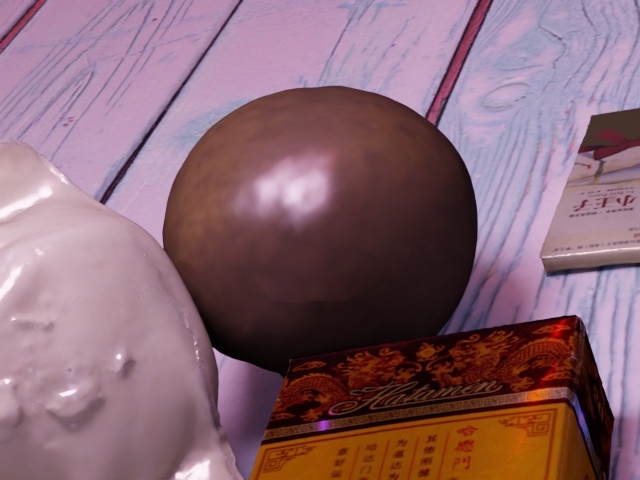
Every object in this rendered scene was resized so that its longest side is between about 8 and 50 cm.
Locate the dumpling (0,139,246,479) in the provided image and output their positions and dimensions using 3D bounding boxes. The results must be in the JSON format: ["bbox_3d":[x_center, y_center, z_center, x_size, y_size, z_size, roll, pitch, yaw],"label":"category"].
[{"bbox_3d":[-0.243,0.122,1.529,0.315,0.395,0.233,-32,-12,-18],"label":"dumpling"}]

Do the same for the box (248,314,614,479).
[{"bbox_3d":[0.070,0.226,1.385,0.264,0.116,0.415,-11,28,18],"label":"box"}]

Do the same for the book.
[{"bbox_3d":[0.336,-0.061,1.827,0.201,0.026,0.289,-6,30,22],"label":"book"}]

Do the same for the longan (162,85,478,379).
[{"bbox_3d":[-0.001,-0.004,1.662,0.297,0.297,0.297,-15,28,8],"label":"longan"}]
